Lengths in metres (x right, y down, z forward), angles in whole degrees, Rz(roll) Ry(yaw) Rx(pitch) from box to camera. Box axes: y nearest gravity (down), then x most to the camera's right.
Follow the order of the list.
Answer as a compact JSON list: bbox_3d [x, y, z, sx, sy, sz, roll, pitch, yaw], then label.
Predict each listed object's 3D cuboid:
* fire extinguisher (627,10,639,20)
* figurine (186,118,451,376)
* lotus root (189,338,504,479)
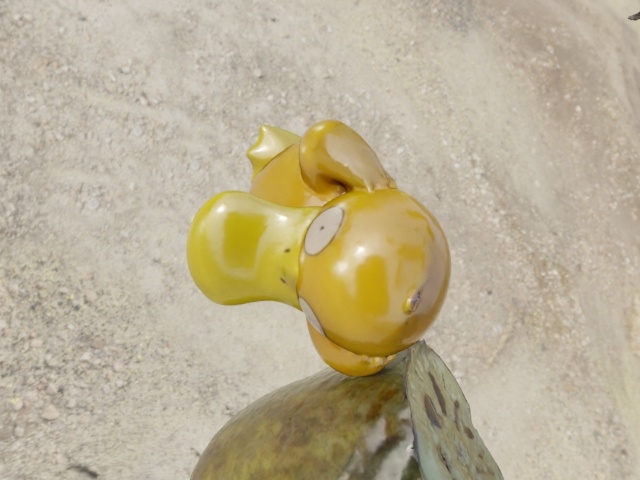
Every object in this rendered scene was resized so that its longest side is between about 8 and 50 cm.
[{"bbox_3d":[0.290,-0.254,0.418,0.252,0.106,0.075,7,91,-45],"label":"fire extinguisher"},{"bbox_3d":[0.005,-0.002,0.452,0.215,0.215,0.228,49,16,-10],"label":"figurine"},{"bbox_3d":[0.001,0.261,0.523,0.250,0.346,0.250,40,28,-27],"label":"lotus root"}]
